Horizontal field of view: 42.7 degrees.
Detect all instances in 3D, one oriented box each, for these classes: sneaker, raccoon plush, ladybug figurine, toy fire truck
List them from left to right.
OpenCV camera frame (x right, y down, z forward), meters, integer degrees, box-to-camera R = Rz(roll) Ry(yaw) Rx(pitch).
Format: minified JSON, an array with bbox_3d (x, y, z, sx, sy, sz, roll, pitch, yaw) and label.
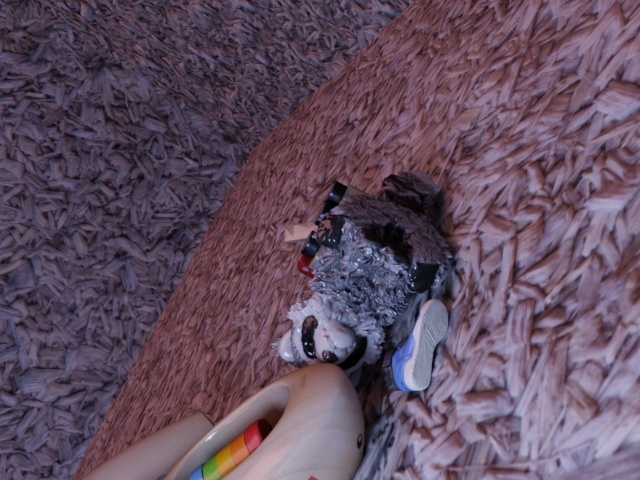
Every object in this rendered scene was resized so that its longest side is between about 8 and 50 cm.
[{"bbox_3d":[-0.102,0.377,1.269,0.449,0.162,0.305,-39,14,13],"label":"ladybug figurine"},{"bbox_3d":[0.000,0.000,1.873,0.217,0.159,0.246,-66,6,-28],"label":"toy fire truck"},{"bbox_3d":[0.101,0.079,1.467,0.446,0.216,0.299,-28,-31,-56],"label":"raccoon plush"},{"bbox_3d":[0.141,0.161,1.258,0.085,0.058,0.152,-20,46,52],"label":"sneaker"}]

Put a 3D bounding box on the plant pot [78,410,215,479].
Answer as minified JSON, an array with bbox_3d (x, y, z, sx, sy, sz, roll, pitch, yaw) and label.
[{"bbox_3d":[-0.306,0.492,1.680,0.274,0.256,0.256,-42,12,-13],"label":"plant pot"}]

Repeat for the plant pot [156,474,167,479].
[{"bbox_3d":[-0.289,0.567,1.429,0.255,0.271,0.272,-49,9,-36],"label":"plant pot"}]
